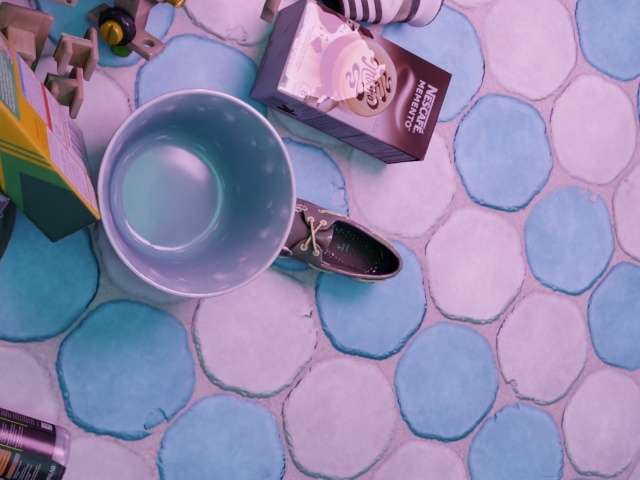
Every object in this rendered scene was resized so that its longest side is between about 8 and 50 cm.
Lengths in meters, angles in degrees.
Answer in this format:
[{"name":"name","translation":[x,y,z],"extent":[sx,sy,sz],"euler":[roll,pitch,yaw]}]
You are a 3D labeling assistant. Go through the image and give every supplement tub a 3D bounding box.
[{"name":"supplement tub","translation":[-0.469,0.302,1.524],"extent":[0.190,0.117,0.117],"euler":[25,80,-25]}]

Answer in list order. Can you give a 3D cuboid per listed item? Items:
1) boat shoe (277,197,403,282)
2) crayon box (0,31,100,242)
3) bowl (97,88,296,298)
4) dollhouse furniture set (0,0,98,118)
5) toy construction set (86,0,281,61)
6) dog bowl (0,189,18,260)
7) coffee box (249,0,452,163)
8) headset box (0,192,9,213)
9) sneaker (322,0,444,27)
[{"name":"boat shoe","translation":[0.001,-0.004,1.770],"extent":[0.305,0.091,0.109],"euler":[21,82,-26]},{"name":"crayon box","translation":[-0.422,-0.172,1.402],"extent":[0.083,0.203,0.323],"euler":[-26,137,4]},{"name":"bowl","translation":[-0.210,-0.070,1.621],"extent":[0.311,0.163,0.312],"euler":[0,91,-26]},{"name":"dollhouse furniture set","translation":[-0.426,-0.329,1.509],"extent":[0.212,0.242,0.161],"euler":[11,42,-27]},{"name":"toy construction set","translation":[-0.212,-0.387,1.607],"extent":[0.308,0.257,0.237],"euler":[15,129,-11]},{"name":"dog bowl","translation":[-0.605,-0.060,1.455],"extent":[0.348,0.102,0.349],"euler":[0,91,-27]},{"name":"coffee box","translation":[0.054,-0.262,1.775],"extent":[0.297,0.119,0.168],"euler":[22,81,-25]},{"name":"headset box","translation":[-0.576,-0.029,1.340],"extent":[0.283,0.131,0.246],"euler":[39,74,-22]},{"name":"sneaker","translation":[0.073,-0.583,1.749],"extent":[0.257,0.169,0.448],"euler":[-6,96,-29]}]
